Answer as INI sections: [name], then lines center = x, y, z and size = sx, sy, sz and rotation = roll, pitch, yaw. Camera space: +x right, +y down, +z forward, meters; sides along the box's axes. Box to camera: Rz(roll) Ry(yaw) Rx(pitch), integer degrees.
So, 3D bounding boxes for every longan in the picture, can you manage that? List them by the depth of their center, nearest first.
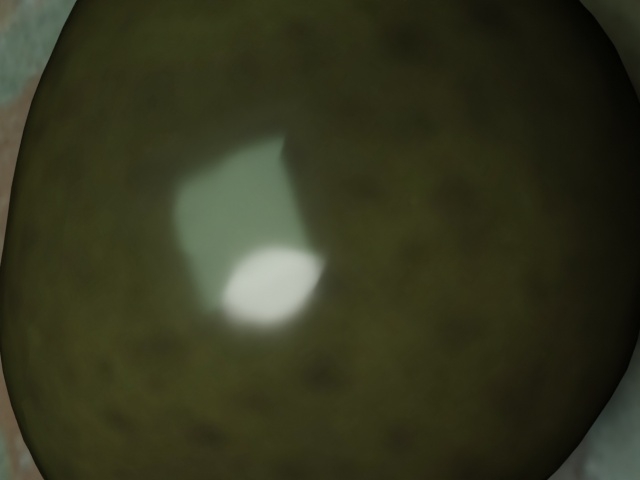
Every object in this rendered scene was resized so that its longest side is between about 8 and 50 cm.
[longan]
center = 0.000, 0.000, 0.522
size = 0.196, 0.196, 0.220
rotation = 20, 86, 32
